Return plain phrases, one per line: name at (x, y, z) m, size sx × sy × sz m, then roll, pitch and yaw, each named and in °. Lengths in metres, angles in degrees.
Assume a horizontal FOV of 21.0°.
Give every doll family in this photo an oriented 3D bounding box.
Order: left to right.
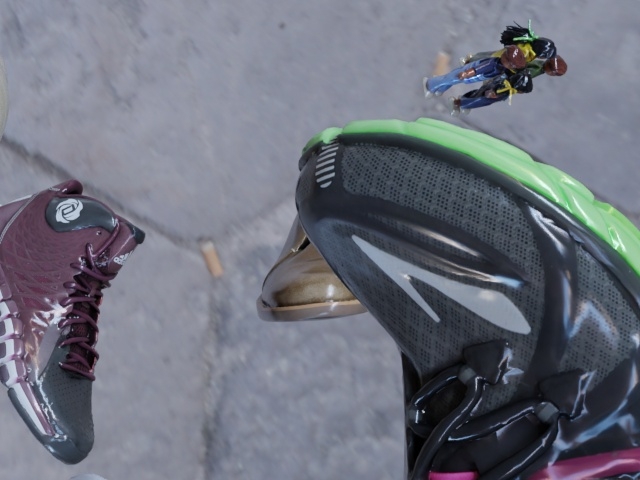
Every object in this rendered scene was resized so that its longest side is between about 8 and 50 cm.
doll family at (0.189, -0.176, 1.777) m, size 0.111 × 0.193 × 0.076 m, roll -11°, pitch 108°, yaw 35°

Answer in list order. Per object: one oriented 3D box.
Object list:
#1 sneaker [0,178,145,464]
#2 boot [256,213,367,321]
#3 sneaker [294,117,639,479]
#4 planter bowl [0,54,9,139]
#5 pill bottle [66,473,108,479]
sneaker at (-0.226, 0.057, 1.616) m, size 0.162 × 0.281 × 0.106 m, roll -27°, pitch 155°, yaw 7°
boot at (0.000, 0.000, 1.533) m, size 0.112 × 0.305 × 0.115 m, roll -2°, pitch 103°, yaw 4°
sneaker at (0.127, 0.144, 0.976) m, size 0.202 × 0.185 × 0.483 m, roll -35°, pitch 96°, yaw -34°
planter bowl at (-0.374, -0.117, 1.665) m, size 0.162 × 0.109 × 0.162 m, roll -12°, pitch 135°, yaw -12°
pill bottle at (-0.135, 0.313, 1.487) m, size 0.245 × 0.136 × 0.136 m, roll 35°, pitch 95°, yaw -28°
